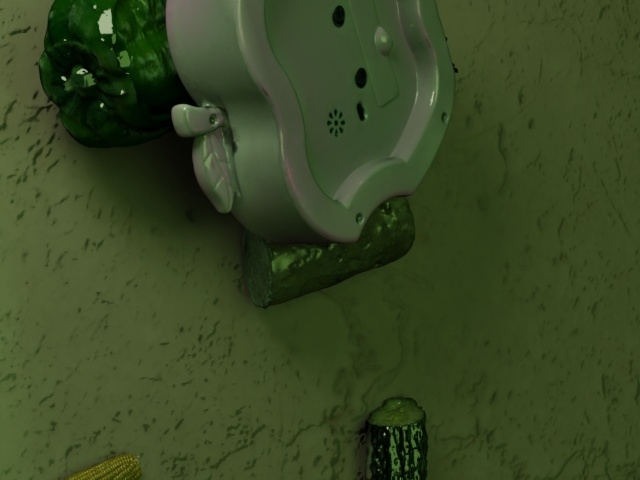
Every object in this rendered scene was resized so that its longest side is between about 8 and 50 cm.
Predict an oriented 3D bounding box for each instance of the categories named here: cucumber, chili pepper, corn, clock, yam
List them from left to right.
[{"bbox_3d":[-0.223,0.244,1.297,0.092,0.037,0.037,-21,96,-27],"label":"corn"},{"bbox_3d":[-0.132,-0.229,1.327,0.385,0.167,0.213,-37,120,-39],"label":"chili pepper"},{"bbox_3d":[-0.005,-0.169,1.270,0.338,0.102,0.338,-3,94,-47],"label":"clock"},{"bbox_3d":[0.000,0.000,1.406,0.194,0.107,0.107,-21,96,-29],"label":"yam"},{"bbox_3d":[0.084,0.312,1.449,0.077,0.077,0.265,4,86,-29],"label":"cucumber"}]
